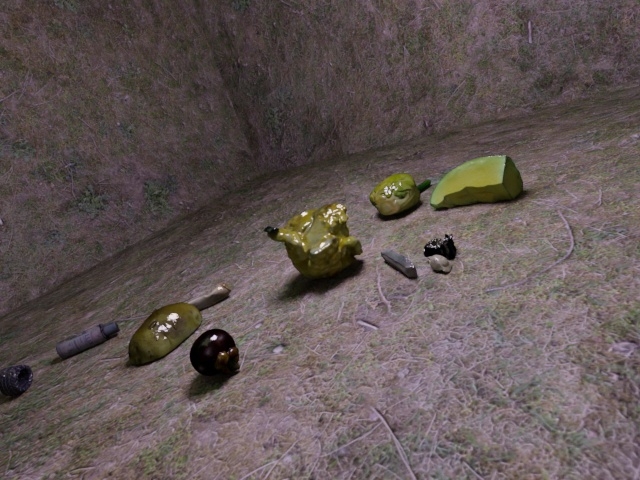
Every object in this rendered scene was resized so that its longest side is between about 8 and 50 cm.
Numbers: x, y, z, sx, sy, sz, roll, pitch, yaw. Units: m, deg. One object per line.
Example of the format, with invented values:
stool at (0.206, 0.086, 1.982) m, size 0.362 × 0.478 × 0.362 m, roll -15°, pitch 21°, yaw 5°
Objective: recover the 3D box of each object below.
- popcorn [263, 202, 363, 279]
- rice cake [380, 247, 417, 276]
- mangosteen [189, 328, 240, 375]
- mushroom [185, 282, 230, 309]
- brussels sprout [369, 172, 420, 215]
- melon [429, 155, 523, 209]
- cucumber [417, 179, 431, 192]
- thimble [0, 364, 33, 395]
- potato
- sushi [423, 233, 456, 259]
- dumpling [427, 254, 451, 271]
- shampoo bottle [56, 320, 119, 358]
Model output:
popcorn at (0.003, 0.008, 1.473) m, size 0.292 × 0.237 × 0.293 m, roll -18°, pitch 14°, yaw 5°
rice cake at (0.241, 0.067, 1.360) m, size 0.036 × 0.047 × 0.206 m, roll -38°, pitch 18°, yaw -5°
mangosteen at (-0.266, 0.296, 1.145) m, size 0.140 × 0.140 × 0.140 m, roll -18°, pitch 18°, yaw 6°
mushroom at (-0.424, 0.218, 1.604) m, size 0.202 × 0.059 × 0.054 m, roll -29°, pitch 35°, yaw -14°
brussels sprout at (0.307, -0.194, 1.846) m, size 0.223 × 0.161 × 0.223 m, roll -13°, pitch 14°, yaw 3°
melon at (0.560, -0.203, 1.636) m, size 0.323 × 0.196 × 0.124 m, roll -9°, pitch 48°, yaw 41°
cucumber at (0.457, -0.239, 2.017) m, size 0.155 × 0.037 × 0.037 m, roll -31°, pitch 21°, yaw -34°
thimble at (-1.017, 0.466, 1.475) m, size 0.066 × 0.095 × 0.104 m, roll -12°, pitch -18°, yaw -5°
potato at (-0.512, 0.280, 1.441) m, size 0.160 × 0.111 × 0.271 m, roll -8°, pitch 21°, yaw 37°
sushi at (0.366, 0.022, 1.345) m, size 0.083 × 0.056 × 0.085 m, roll -17°, pitch 18°, yaw 34°
dumpling at (0.346, 0.063, 1.267) m, size 0.059 × 0.043 × 0.077 m, roll -4°, pitch 7°, yaw -25°
shampoo bottle at (-0.858, 0.363, 1.634) m, size 0.214 × 0.072 × 0.072 m, roll -24°, pitch 19°, yaw -10°
